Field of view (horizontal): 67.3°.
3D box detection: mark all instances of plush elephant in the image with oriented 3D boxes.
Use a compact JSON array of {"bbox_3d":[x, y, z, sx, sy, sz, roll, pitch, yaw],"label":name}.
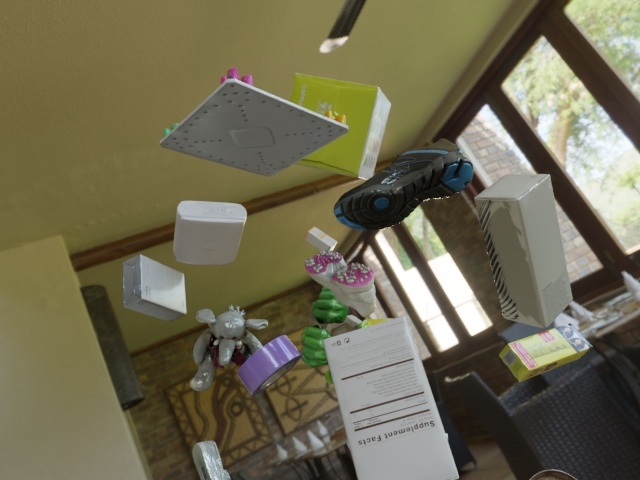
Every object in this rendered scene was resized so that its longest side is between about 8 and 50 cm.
[{"bbox_3d":[-0.327,0.362,1.720,0.271,0.331,0.255,4,-23,-3],"label":"plush elephant"}]

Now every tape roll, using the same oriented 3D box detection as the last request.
[{"bbox_3d":[-0.153,0.376,1.448,0.189,0.080,0.189,-37,-18,-14],"label":"tape roll"}]

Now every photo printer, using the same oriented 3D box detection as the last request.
[{"bbox_3d":[-0.437,-0.014,1.869,0.255,0.107,0.308,3,-40,-20],"label":"photo printer"}]

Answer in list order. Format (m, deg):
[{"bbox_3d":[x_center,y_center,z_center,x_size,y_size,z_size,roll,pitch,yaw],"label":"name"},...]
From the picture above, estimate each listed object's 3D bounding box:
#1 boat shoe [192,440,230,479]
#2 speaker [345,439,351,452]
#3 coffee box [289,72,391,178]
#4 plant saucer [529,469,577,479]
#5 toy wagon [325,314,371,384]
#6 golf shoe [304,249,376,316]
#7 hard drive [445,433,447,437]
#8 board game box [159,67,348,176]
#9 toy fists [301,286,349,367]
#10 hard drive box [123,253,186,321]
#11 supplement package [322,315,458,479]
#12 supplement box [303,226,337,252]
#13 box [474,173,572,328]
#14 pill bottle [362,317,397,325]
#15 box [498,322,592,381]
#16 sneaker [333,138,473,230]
[{"bbox_3d":[-0.313,0.715,1.453,0.081,0.228,0.079,2,-37,-48],"label":"boat shoe"},{"bbox_3d":[0.138,0.519,1.271,0.136,0.055,0.055,-30,-17,-2],"label":"speaker"},{"bbox_3d":[0.063,-0.445,1.939,0.334,0.337,0.338,-17,-59,-74],"label":"coffee box"},{"bbox_3d":[0.532,0.610,1.087,0.168,0.169,0.029,-25,-20,-11],"label":"plant saucer"},{"bbox_3d":[0.118,0.465,1.811,0.068,0.345,0.267,1,-25,-44],"label":"toy wagon"},{"bbox_3d":[0.051,0.120,1.351,0.115,0.140,0.306,-27,24,-19],"label":"golf shoe"},{"bbox_3d":[0.335,0.866,1.740,0.232,0.353,0.047,0,-45,18],"label":"hard drive"},{"bbox_3d":[-0.188,-0.307,1.351,0.389,0.051,0.389,11,-21,-40],"label":"board game box"},{"bbox_3d":[0.011,0.282,1.594,0.280,0.096,0.142,-70,-22,-11],"label":"toy fists"},{"bbox_3d":[-0.608,0.180,1.776,0.089,0.181,0.232,-24,-31,18],"label":"hard drive box"},{"bbox_3d":[0.136,0.325,0.949,0.175,0.293,0.177,-17,-21,5],"label":"supplement package"},{"bbox_3d":[0.000,0.000,1.619,0.036,0.098,0.062,-60,-10,25],"label":"supplement box"},{"bbox_3d":[0.387,0.020,0.910,0.113,0.275,0.094,-31,23,-28],"label":"box"},{"bbox_3d":[0.249,0.412,2.161,0.208,0.119,0.119,-2,-20,-2],"label":"pill bottle"},{"bbox_3d":[0.579,0.284,1.236,0.232,0.087,0.058,-10,-43,-23],"label":"box"},{"bbox_3d":[0.191,-0.133,1.170,0.340,0.140,0.125,-20,-49,10],"label":"sneaker"}]
